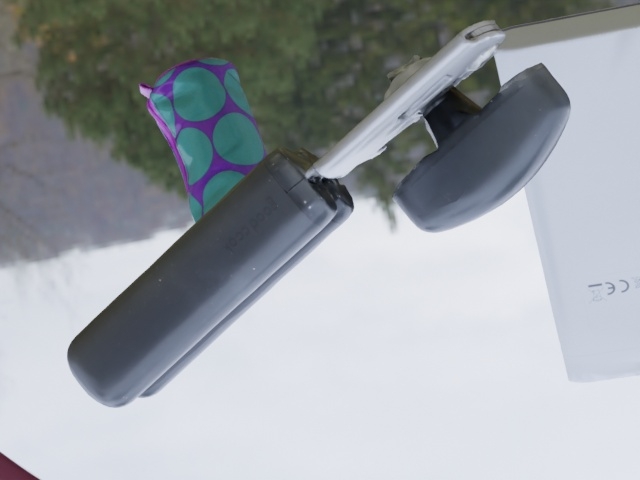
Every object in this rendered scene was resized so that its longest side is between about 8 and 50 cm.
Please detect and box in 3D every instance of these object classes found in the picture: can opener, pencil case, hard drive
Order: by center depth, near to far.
[{"bbox_3d":[0.000,0.000,0.801,0.283,0.095,0.076,-43,172,13],"label":"can opener"},{"bbox_3d":[-0.068,-0.044,1.055,0.070,0.151,0.064,-15,162,-10],"label":"pencil case"},{"bbox_3d":[0.267,-0.035,1.210,0.210,0.318,0.040,-9,-146,13],"label":"hard drive"}]

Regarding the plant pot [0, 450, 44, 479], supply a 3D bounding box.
[{"bbox_3d":[-0.186,0.122,0.552,0.180,0.201,0.201,28,161,-37],"label":"plant pot"}]
